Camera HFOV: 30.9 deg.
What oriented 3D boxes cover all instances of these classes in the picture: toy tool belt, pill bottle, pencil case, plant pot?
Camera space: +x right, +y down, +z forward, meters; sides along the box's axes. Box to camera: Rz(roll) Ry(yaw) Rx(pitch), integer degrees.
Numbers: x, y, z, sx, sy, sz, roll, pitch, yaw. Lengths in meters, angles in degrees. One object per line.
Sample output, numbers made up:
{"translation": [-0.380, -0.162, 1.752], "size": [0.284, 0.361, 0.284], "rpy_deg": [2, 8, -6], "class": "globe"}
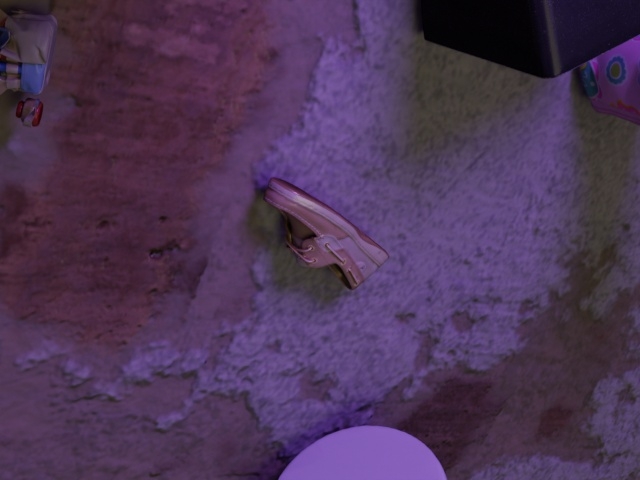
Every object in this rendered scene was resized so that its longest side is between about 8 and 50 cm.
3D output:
{"translation": [-0.222, -0.127, 0.836], "size": [0.051, 0.052, 0.083], "rpy_deg": [13, 111, -6], "class": "toy tool belt"}
{"translation": [0.089, 0.394, 1.281], "size": [0.224, 0.224, 0.392], "rpy_deg": [-34, 133, -12], "class": "pill bottle"}
{"translation": [0.369, -0.127, 1.083], "size": [0.124, 0.284, 0.124], "rpy_deg": [-15, 125, -23], "class": "pencil case"}
{"translation": [0.190, -0.261, 0.949], "size": [0.188, 0.187, 0.167], "rpy_deg": [-27, 120, -18], "class": "plant pot"}

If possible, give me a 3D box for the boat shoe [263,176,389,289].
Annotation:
{"translation": [0.000, 0.000, 1.062], "size": [0.059, 0.063, 0.170], "rpy_deg": [-55, 135, 0], "class": "boat shoe"}
